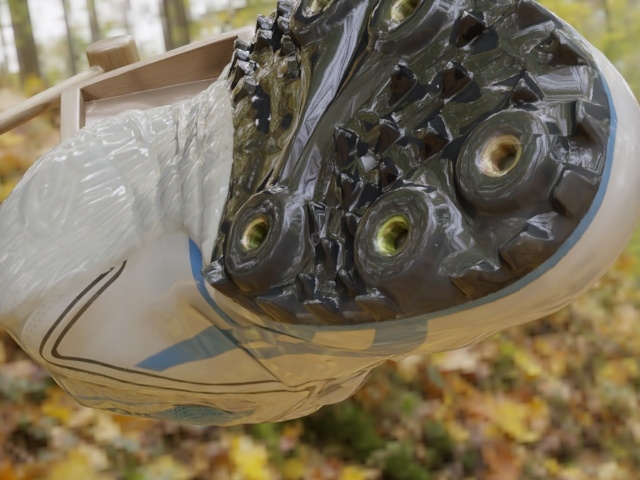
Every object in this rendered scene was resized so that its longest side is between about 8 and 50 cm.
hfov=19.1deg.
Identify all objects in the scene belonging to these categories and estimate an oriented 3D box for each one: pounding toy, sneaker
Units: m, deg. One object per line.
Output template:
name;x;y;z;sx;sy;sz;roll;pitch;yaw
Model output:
pounding toy;-0.110;-0.057;1.162;0.181;0.094;0.206;-19;24;1
sneaker;0.000;0.000;0.418;0.086;0.085;0.237;29;-18;-23
